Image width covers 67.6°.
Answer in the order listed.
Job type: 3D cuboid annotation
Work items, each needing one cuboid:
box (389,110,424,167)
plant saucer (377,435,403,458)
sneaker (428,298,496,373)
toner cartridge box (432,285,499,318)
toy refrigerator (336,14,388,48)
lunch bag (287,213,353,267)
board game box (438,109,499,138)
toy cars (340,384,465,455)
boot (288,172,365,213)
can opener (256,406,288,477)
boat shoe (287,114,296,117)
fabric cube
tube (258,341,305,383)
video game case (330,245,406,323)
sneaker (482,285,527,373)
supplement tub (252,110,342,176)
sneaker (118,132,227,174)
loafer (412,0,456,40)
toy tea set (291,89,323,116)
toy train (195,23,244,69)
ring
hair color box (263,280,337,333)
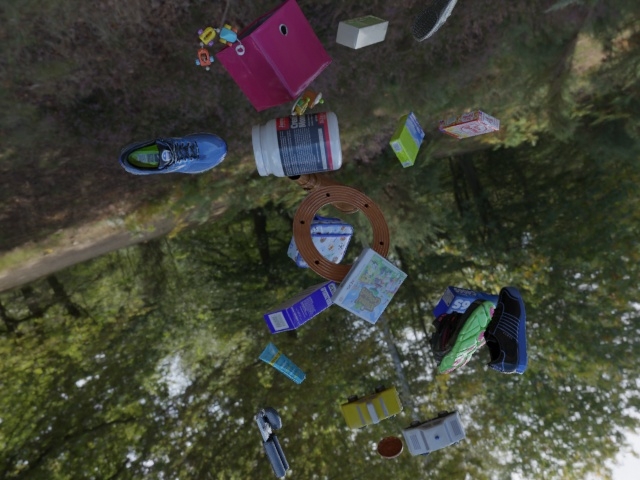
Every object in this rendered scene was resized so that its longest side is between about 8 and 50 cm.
[{"bbox_3d":[0.290,-0.339,1.590,0.042,0.109,0.178,-13,-144,37],"label":"box"},{"bbox_3d":[0.223,0.664,1.529,0.083,0.013,0.083,-14,-159,6],"label":"plant saucer"},{"bbox_3d":[0.533,0.363,1.895,0.185,0.202,0.483,-17,148,-23],"label":"sneaker"},{"bbox_3d":[0.702,0.315,2.171,0.348,0.165,0.075,11,-148,-21],"label":"toner cartridge box"},{"bbox_3d":[0.186,-0.919,2.090,0.102,0.094,0.269,30,-139,21],"label":"toy refrigerator"},{"bbox_3d":[0.000,0.000,2.191,0.303,0.243,0.115,-1,-148,-43],"label":"lunch bag"},{"bbox_3d":[0.607,-0.474,1.958,0.147,0.045,0.193,9,173,-35],"label":"board game box"},{"bbox_3d":[0.257,0.562,1.477,0.394,0.176,0.087,20,178,4],"label":"toy cars"},{"bbox_3d":[0.013,-0.201,1.739,0.220,0.109,0.283,27,-174,-41],"label":"boot"},{"bbox_3d":[-0.178,0.798,1.899,0.095,0.283,0.076,-19,-173,18],"label":"can opener"},{"bbox_3d":[-0.123,-0.407,1.776,0.080,0.076,0.228,-1,-131,16],"label":"boat shoe"},{"bbox_3d":[-0.168,-0.668,1.744,0.259,0.258,0.254,2,-133,50],"label":"fabric cube"},{"bbox_3d":[-0.157,0.526,2.026,0.080,0.207,0.052,-53,-174,-19],"label":"tube"},{"bbox_3d":[0.153,0.142,1.466,0.193,0.212,0.023,-56,-140,0],"label":"video game case"},{"bbox_3d":[0.462,0.218,1.213,0.090,0.232,0.081,9,149,-3],"label":"sneaker"},{"bbox_3d":[-0.073,-0.311,1.563,0.272,0.191,0.191,-7,-175,2],"label":"supplement tub"},{"bbox_3d":[-0.449,-0.258,1.471,0.330,0.129,0.147,-12,-165,-12],"label":"sneaker"},{"bbox_3d":[0.497,-0.958,2.016,0.092,0.102,0.268,-16,157,-47],"label":"loafer"},{"bbox_3d":[-0.087,-0.540,2.197,0.336,0.124,0.200,-58,180,7],"label":"toy tea set"},{"bbox_3d":[-0.339,-0.642,1.579,0.166,0.125,0.046,-16,-159,1],"label":"toy train"},{"bbox_3d":[0.070,-0.022,1.564,0.336,0.336,0.032,-21,169,-23],"label":"ring"},{"bbox_3d":[-0.081,0.311,2.260,0.185,0.110,0.339,-22,-175,46],"label":"hair color box"}]
